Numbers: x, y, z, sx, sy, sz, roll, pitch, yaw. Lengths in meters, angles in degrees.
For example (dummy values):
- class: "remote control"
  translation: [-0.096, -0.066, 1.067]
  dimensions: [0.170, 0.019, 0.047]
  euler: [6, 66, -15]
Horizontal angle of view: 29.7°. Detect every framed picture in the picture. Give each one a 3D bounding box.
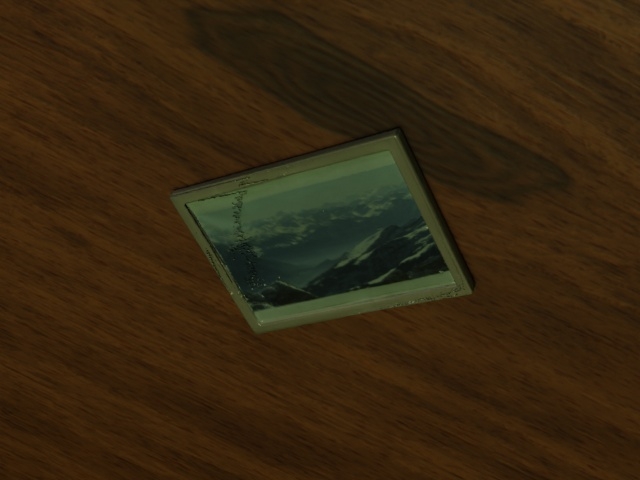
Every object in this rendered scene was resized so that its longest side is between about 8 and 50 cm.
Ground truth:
- class: "framed picture"
  translation: [0.000, 0.000, 1.543]
  dimensions: [0.335, 0.022, 0.247]
  euler: [-13, 121, 28]
